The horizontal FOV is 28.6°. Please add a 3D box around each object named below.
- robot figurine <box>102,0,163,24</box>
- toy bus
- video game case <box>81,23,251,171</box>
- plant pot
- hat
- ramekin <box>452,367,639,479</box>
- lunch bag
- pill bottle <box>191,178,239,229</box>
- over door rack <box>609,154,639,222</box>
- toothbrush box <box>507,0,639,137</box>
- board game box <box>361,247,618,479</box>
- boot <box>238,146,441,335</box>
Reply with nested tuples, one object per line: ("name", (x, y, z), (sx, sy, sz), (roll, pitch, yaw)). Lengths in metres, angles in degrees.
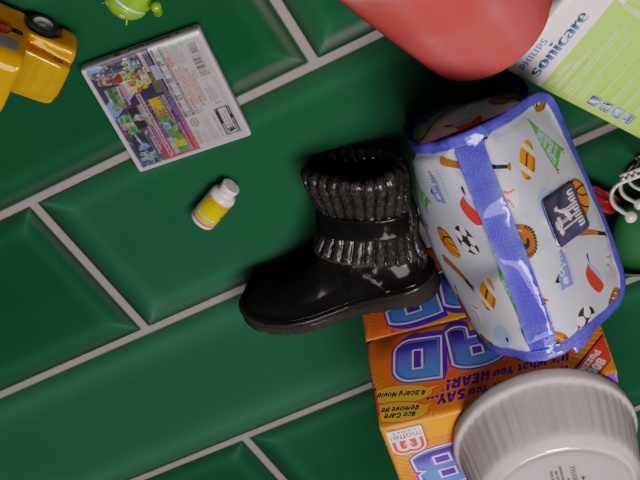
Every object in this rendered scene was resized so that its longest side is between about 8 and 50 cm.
("robot figurine", (-0.245, -0.343, 1.674), (0.101, 0.067, 0.115), (43, 119, -3))
("toy bus", (-0.499, -0.270, 1.669), (0.333, 0.130, 0.108), (21, 126, -22))
("video game case", (-0.222, -0.204, 1.829), (0.183, 0.023, 0.201), (-18, 132, 9))
("plant pot", (0.158, -0.347, 1.600), (0.275, 0.275, 0.243), (-29, 138, 18))
("hat", (0.503, -0.057, 1.971), (0.209, 0.173, 0.183), (-21, 112, -23))
("ramekin", (0.332, 0.318, 1.801), (0.273, 0.127, 0.272), (-3, 131, -3))
("lunch bag", (0.260, -0.033, 1.723), (0.239, 0.385, 0.327), (-21, 98, 10))
("pill bottle", (-0.162, -0.058, 1.948), (0.043, 0.043, 0.083), (27, 124, -26))
("over door rack", (0.589, -0.135, 1.826), (0.324, 0.239, 0.108), (-34, 89, 23))
("toothbrush box", (0.422, -0.288, 1.757), (0.283, 0.122, 0.206), (21, 126, -24))
("board game box", (0.285, 0.240, 2.050), (0.356, 0.356, 0.356), (-15, 131, 6))
("boot", (0.001, -0.003, 1.955), (0.348, 0.131, 0.260), (-14, 127, 14))
